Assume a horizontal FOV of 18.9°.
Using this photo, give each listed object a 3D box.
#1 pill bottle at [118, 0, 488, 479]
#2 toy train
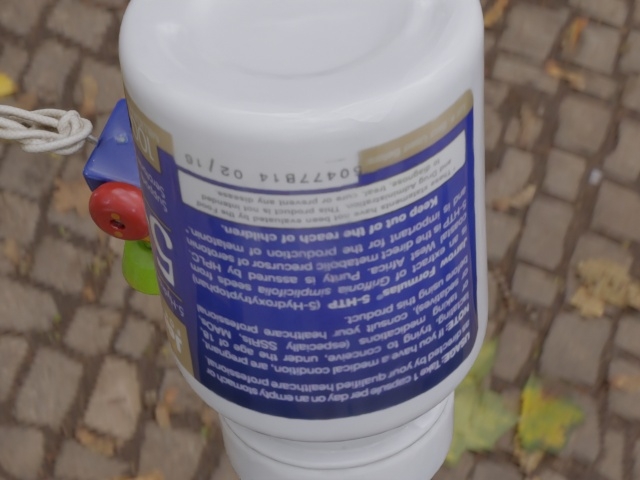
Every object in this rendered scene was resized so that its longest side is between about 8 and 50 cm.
[{"bbox_3d":[0.000,0.000,0.632,0.112,0.186,0.112,-3,41,3],"label":"pill bottle"},{"bbox_3d":[-0.109,-0.021,1.190,0.248,0.143,0.105,17,56,8],"label":"toy train"}]
